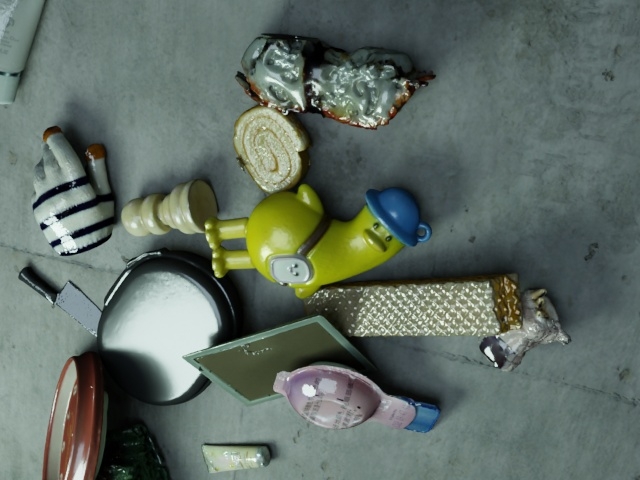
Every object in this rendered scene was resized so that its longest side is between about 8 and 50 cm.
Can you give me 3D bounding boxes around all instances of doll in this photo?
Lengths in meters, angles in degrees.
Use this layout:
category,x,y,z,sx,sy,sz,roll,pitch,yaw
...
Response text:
category,x,y,z,sx,sy,sz,roll,pitch,yaw
doll,0.000,0.000,1.382,0.363,0.145,0.199,-4,114,9

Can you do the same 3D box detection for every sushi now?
category,x,y,z,sx,sy,sz,roll,pitch,yaw
sushi,0.012,-0.254,1.317,0.332,0.124,0.130,17,116,15

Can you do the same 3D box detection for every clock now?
category,x,y,z,sx,sy,sz,roll,pitch,yaw
clock,-0.446,0.363,1.562,0.080,0.318,0.318,12,112,-24

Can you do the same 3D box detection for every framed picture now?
category,x,y,z,sx,sy,sz,roll,pitch,yaw
framed picture,-0.068,0.209,1.457,0.273,0.016,0.216,-18,140,21

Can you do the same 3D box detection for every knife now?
category,x,y,z,sx,sy,sz,roll,pitch,yaw
knife,-0.483,0.118,1.637,0.230,0.028,0.060,37,100,4

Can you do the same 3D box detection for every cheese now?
category,x,y,z,sx,sy,sz,roll,pitch,yaw
cheese,0.060,0.277,1.448,0.286,0.074,0.189,13,140,0

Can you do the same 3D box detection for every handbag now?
category,x,y,z,sx,sy,sz,roll,pitch,yaw
handbag,-0.277,0.156,1.540,0.254,0.093,0.308,40,113,6

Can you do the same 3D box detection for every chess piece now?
category,x,y,z,sx,sy,sz,roll,pitch,yaw
chess piece,-0.274,-0.052,1.493,0.170,0.094,0.094,-6,102,27

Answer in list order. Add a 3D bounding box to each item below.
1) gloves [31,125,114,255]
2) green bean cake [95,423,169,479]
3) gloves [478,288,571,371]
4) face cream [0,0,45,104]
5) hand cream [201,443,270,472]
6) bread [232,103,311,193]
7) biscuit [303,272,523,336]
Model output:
category,x,y,z,sx,sy,sz,roll,pitch,yaw
gloves,-0.456,-0.093,1.516,0.140,0.131,0.218,-11,110,18
green bean cake,-0.376,0.476,1.598,0.107,0.208,0.193,-11,103,18
gloves,0.317,0.138,1.337,0.144,0.094,0.110,-33,70,28
face cream,-0.551,-0.399,1.485,0.143,0.089,0.314,15,107,-7
hand cream,-0.162,0.411,1.602,0.143,0.039,0.061,-11,103,25
bread,-0.077,-0.155,1.401,0.122,0.073,0.149,-32,93,22
biscuit,0.137,0.110,1.367,0.379,0.054,0.094,-4,97,34
